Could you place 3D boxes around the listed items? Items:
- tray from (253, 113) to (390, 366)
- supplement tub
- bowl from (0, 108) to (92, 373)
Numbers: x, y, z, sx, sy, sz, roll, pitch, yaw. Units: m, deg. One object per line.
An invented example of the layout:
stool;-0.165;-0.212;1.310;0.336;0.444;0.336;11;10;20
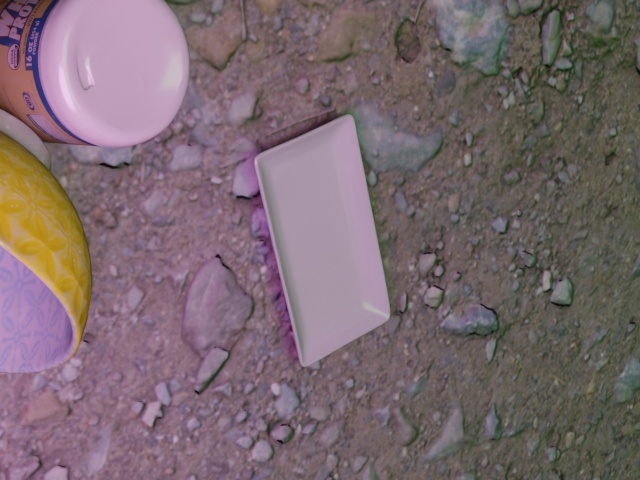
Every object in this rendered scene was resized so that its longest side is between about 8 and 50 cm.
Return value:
tray;0.000;0.000;1.472;0.145;0.030;0.270;-27;118;-32
supplement tub;-0.226;-0.157;1.125;0.144;0.200;0.144;-7;100;-42
bowl;-0.312;-0.027;1.078;0.289;0.289;0.156;47;49;-37
